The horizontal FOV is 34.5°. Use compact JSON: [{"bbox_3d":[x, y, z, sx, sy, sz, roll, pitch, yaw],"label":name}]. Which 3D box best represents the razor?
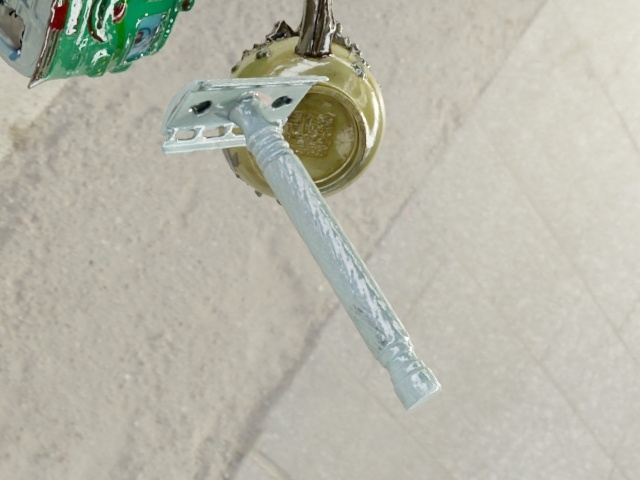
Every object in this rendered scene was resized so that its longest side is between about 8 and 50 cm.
[{"bbox_3d":[0.000,0.000,0.627,0.106,0.068,0.232,-11,63,-44],"label":"razor"}]

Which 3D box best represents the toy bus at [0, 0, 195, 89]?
[{"bbox_3d":[-0.280,-0.307,1.022,0.199,0.343,0.184,-15,139,-45],"label":"toy bus"}]

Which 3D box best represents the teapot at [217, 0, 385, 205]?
[{"bbox_3d":[-0.021,-0.150,1.079,0.173,0.183,0.270,3,117,-8],"label":"teapot"}]
